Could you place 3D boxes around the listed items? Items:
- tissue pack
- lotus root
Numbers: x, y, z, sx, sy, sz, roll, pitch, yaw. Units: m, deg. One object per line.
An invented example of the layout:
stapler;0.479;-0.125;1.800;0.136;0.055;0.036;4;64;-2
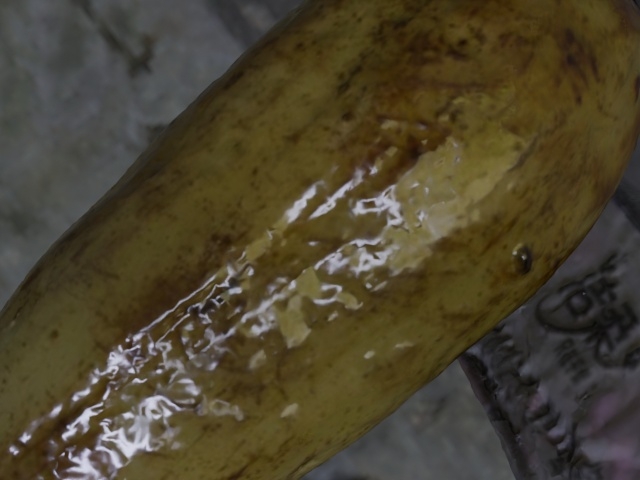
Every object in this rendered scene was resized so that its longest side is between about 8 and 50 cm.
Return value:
tissue pack;0.225;0.148;0.840;0.394;0.124;0.288;42;-170;-30
lotus root;0.000;0.000;0.531;0.110;0.258;0.097;47;174;-1
